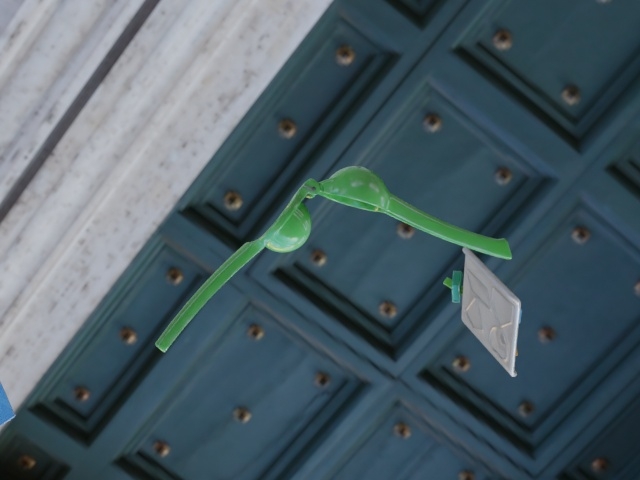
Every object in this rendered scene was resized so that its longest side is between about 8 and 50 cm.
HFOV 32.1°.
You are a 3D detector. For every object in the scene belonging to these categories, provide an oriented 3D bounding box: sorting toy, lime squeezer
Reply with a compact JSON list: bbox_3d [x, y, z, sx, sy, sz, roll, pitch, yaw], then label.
[{"bbox_3d":[0.095,0.034,0.655,0.012,0.062,0.083,-19,-142,-16],"label":"sorting toy"},{"bbox_3d":[0.000,0.000,0.938,0.059,0.310,0.110,-137,33,-71],"label":"lime squeezer"}]

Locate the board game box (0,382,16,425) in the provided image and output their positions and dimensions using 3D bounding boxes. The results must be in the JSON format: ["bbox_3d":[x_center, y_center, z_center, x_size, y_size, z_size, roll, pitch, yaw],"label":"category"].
[{"bbox_3d":[-0.394,0.059,0.738,0.308,0.086,0.302,-36,-69,-50],"label":"board game box"}]
